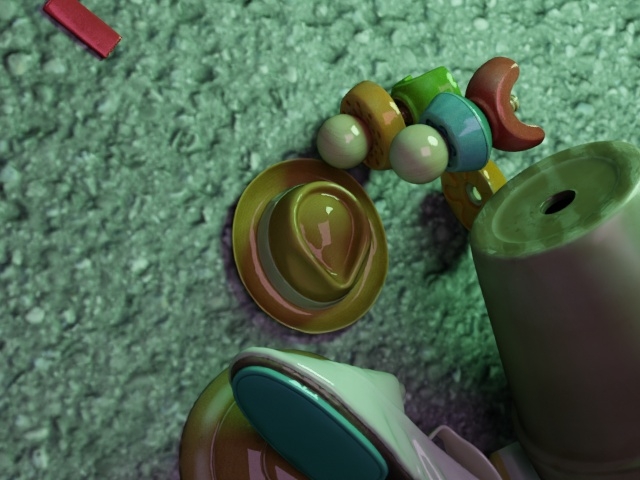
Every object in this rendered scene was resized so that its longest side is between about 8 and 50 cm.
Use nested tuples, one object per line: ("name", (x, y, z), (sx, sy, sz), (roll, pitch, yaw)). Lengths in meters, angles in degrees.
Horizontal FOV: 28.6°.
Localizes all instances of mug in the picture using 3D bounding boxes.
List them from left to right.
("mug", (0.209, 0.258, 1.373), (0.078, 0.062, 0.064), (-19, 78, -29))

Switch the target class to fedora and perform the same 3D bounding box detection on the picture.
("fedora", (0.000, 0.000, 1.340), (0.194, 0.079, 0.194), (4, 78, -19))

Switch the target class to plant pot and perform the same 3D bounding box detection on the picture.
("plant pot", (-0.028, 0.229, 1.307), (0.236, 0.032, 0.236), (4, 77, -18))
("plant pot", (0.299, 0.062, 1.266), (0.323, 0.323, 0.280), (-43, 114, -22))

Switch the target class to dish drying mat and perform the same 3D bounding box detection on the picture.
("dish drying mat", (-0.253, -0.231, 1.336), (0.083, 0.008, 0.032), (39, 70, -9))

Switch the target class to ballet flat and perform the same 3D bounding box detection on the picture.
("ballet flat", (0.075, 0.219, 1.275), (0.400, 0.139, 0.139), (43, 68, -12))

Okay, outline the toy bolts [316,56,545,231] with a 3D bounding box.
("toy bolts", (0.117, -0.081, 1.327), (0.158, 0.228, 0.218), (-29, 97, -23))
